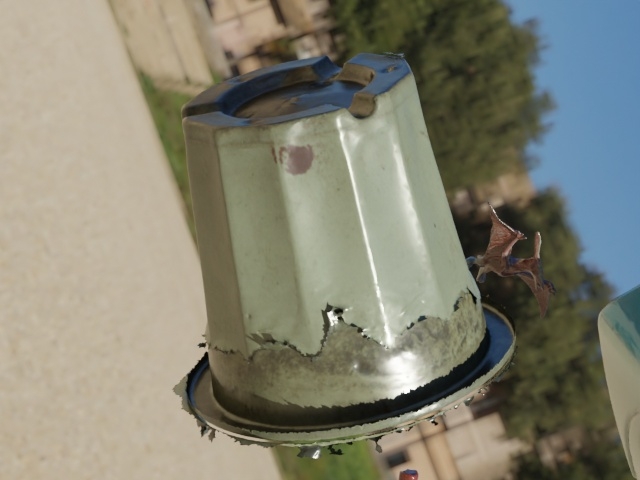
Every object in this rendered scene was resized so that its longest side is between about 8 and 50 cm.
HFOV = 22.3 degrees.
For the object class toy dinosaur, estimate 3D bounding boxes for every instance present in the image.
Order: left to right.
[{"bbox_3d":[0.235,0.028,1.999,0.220,0.108,0.032,55,50,-41],"label":"toy dinosaur"}]

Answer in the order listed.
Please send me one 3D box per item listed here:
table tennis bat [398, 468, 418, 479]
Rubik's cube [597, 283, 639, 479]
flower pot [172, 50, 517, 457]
[{"bbox_3d":[0.075,0.305,1.625,0.098,0.019,0.155,-11,113,-73],"label":"table tennis bat"},{"bbox_3d":[0.566,0.214,1.935,0.351,0.352,0.347,-126,-166,-56],"label":"Rubik's cube"},{"bbox_3d":[0.000,0.000,1.292,0.290,0.290,0.259,-115,-168,-68],"label":"flower pot"}]
